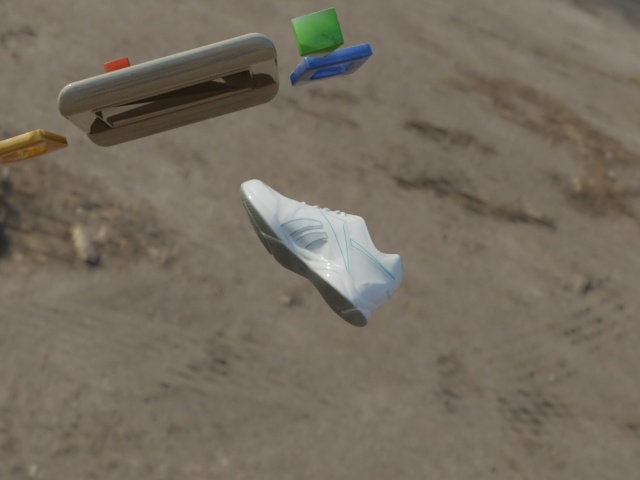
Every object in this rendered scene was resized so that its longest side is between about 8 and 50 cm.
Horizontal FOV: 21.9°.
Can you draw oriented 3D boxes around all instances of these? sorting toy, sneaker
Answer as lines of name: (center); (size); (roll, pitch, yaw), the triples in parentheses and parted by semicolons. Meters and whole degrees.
sorting toy: (-0.128, -0.136, 1.406); (0.348, 0.047, 0.196); (-16, -6, -1)
sneaker: (0.000, 0.000, 1.256); (0.061, 0.053, 0.152); (-41, 67, -17)
